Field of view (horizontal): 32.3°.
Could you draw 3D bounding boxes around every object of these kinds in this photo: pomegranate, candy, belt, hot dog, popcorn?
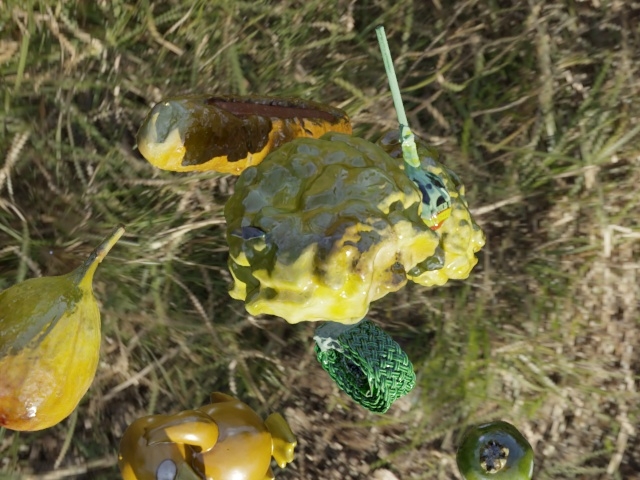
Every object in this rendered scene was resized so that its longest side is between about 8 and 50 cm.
[{"bbox_3d":[0.246,0.309,1.569,0.115,0.142,0.114,-4,72,11],"label":"pomegranate"},{"bbox_3d":[0.110,-0.146,1.527,0.091,0.083,0.305,-14,110,9],"label":"candy"},{"bbox_3d":[0.063,0.155,1.478,0.079,0.151,0.121,-37,139,-27],"label":"belt"},{"bbox_3d":[-0.058,-0.093,1.025,0.061,0.286,0.088,51,121,21],"label":"hot dog"},{"bbox_3d":[-0.002,-0.005,0.885,0.174,0.142,0.173,0,73,-1],"label":"popcorn"},{"bbox_3d":[0.145,-0.066,1.769,0.174,0.225,0.286,-27,62,4],"label":"popcorn"}]

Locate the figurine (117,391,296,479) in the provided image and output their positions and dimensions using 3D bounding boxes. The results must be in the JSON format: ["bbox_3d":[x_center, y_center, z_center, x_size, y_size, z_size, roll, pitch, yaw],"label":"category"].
[{"bbox_3d":[-0.174,0.320,1.641,0.228,0.215,0.215,-29,97,-45],"label":"figurine"}]

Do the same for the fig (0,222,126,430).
[{"bbox_3d":[-0.294,0.087,1.239,0.159,0.159,0.257,35,84,-11],"label":"fig"}]
